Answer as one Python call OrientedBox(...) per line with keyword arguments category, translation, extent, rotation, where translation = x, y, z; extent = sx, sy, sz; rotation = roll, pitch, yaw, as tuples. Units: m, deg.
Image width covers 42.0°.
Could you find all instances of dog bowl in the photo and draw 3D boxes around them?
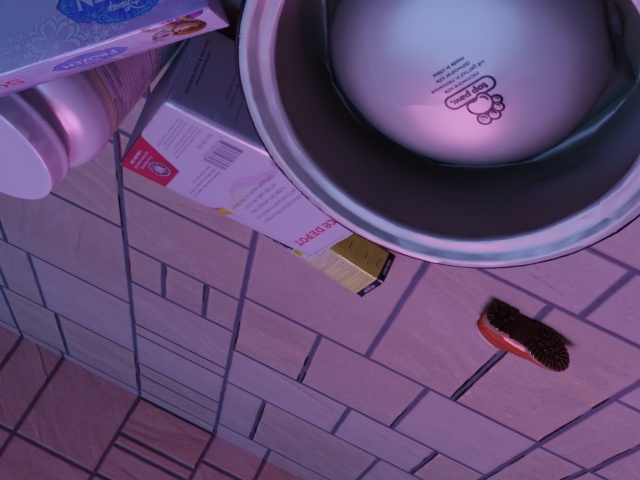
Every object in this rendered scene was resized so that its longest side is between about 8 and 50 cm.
OrientedBox(category="dog bowl", translation=(0.136, -0.170, 0.779), extent=(0.408, 0.150, 0.407), rotation=(11, 135, 12))

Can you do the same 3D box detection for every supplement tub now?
OrientedBox(category="supplement tub", translation=(-0.303, -0.232, 0.953), extent=(0.236, 0.324, 0.235), rotation=(21, 151, 13))

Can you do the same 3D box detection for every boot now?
OrientedBox(category="boot", translation=(0.322, 0.162, 1.342), extent=(0.158, 0.059, 0.084), rotation=(35, 155, 4))

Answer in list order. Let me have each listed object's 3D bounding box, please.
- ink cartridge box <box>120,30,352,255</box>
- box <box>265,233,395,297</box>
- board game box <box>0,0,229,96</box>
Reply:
OrientedBox(category="ink cartridge box", translation=(-0.080, -0.118, 1.101), extent=(0.306, 0.131, 0.226), rotation=(25, 154, -20))
OrientedBox(category="box", translation=(0.000, 0.000, 1.348), extent=(0.232, 0.058, 0.087), rotation=(32, 151, -8))
OrientedBox(category="board game box", translation=(-0.274, -0.301, 0.740), extent=(0.319, 0.317, 0.066), rotation=(-16, 179, 10))
